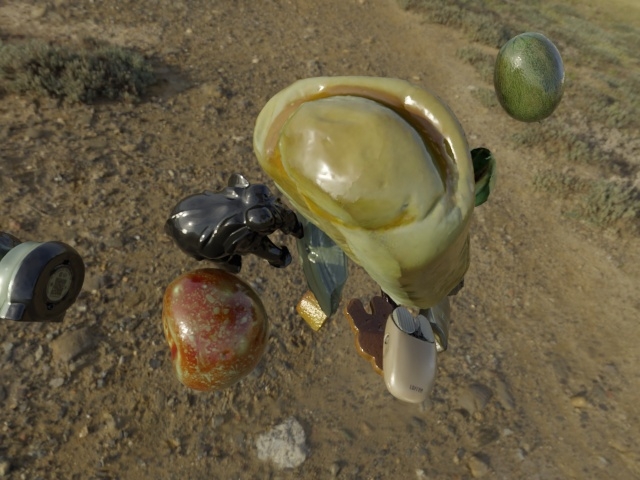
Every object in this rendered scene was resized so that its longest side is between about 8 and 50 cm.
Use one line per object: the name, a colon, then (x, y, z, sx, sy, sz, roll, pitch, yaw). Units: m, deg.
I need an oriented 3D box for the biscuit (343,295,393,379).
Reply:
biscuit: (0.188, 0.314, 1.335, 0.186, 0.044, 0.295, -3, 51, -17)

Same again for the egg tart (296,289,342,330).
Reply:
egg tart: (-0.009, 0.289, 1.845, 0.147, 0.202, 0.202, 37, 47, 10)

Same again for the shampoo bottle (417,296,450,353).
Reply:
shampoo bottle: (0.381, 0.239, 1.353, 0.125, 0.084, 0.350, 62, 25, -6)

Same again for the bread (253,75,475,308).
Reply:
bread: (0.075, -0.085, 0.558, 0.300, 0.341, 0.210, 40, 87, 30)

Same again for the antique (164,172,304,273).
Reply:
antique: (-0.211, -0.027, 0.995, 0.323, 0.255, 0.185, -7, 65, 5)

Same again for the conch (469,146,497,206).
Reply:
conch: (0.288, -0.120, 0.849, 0.144, 0.137, 0.251, -3, 11, 24)

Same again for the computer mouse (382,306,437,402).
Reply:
computer mouse: (0.229, 0.288, 1.049, 0.145, 0.082, 0.236, 25, 52, -16)

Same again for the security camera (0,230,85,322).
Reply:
security camera: (-0.732, 0.072, 0.960, 0.277, 0.197, 0.191, 13, 79, 4)

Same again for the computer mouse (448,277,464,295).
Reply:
computer mouse: (0.314, 0.007, 1.043, 0.087, 0.137, 0.269, -16, 66, -1)

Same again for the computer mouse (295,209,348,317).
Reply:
computer mouse: (-0.003, 0.003, 1.178, 0.146, 0.428, 0.228, -1, 4, -8)

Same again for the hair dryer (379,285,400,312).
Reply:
hair dryer: (0.219, 0.114, 1.586, 0.123, 0.312, 0.340, -5, 6, -14)

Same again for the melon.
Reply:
melon: (0.375, -0.285, 0.742, 0.114, 0.167, 0.114, -24, 30, 15)

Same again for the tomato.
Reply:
tomato: (-0.232, 0.193, 0.931, 0.223, 0.270, 0.270, -8, 48, -25)
